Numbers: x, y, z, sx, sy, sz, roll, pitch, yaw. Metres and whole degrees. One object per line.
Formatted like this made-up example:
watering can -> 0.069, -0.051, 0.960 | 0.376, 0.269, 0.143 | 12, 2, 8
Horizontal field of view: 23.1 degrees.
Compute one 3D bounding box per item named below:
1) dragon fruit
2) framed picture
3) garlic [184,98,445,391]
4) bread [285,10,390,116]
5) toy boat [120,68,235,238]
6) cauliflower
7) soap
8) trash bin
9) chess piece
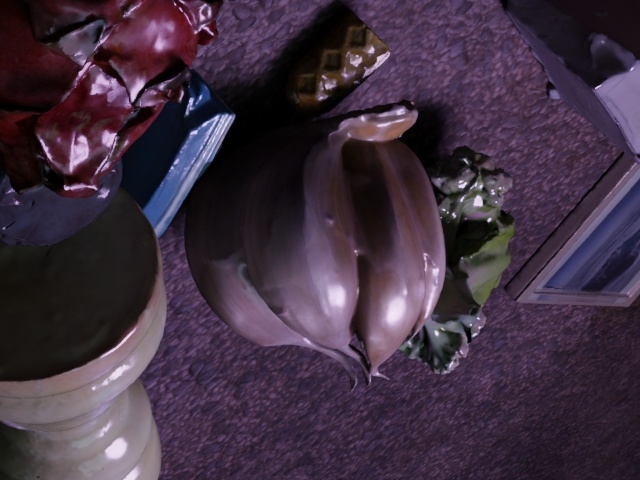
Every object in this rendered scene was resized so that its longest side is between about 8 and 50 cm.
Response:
dragon fruit -> -0.186, -0.177, 1.069 | 0.244, 0.244, 0.298 | -5, 98, -43
framed picture -> 0.484, -0.073, 2.168 | 0.326, 0.028, 0.446 | 5, 131, -50
garlic -> 0.000, 0.000, 1.533 | 0.237, 0.210, 0.292 | 9, 87, -34
bread -> 0.013, -0.165, 1.504 | 0.110, 0.060, 0.066 | -44, -179, 13
toy boat -> -0.141, -0.067, 1.451 | 0.102, 0.088, 0.215 | -2, 134, -51
cauliflower -> 0.115, 0.025, 1.680 | 0.256, 0.239, 0.315 | -44, -166, 10
soap -> 0.377, -0.249, 1.683 | 0.302, 0.159, 0.258 | -42, 148, 5
trash bin -> -0.244, -0.087, 1.239 | 0.175, 0.161, 0.175 | -26, 147, -18
chess piece -> -0.255, 0.122, 1.471 | 0.234, 0.234, 0.442 | -28, 156, -16
